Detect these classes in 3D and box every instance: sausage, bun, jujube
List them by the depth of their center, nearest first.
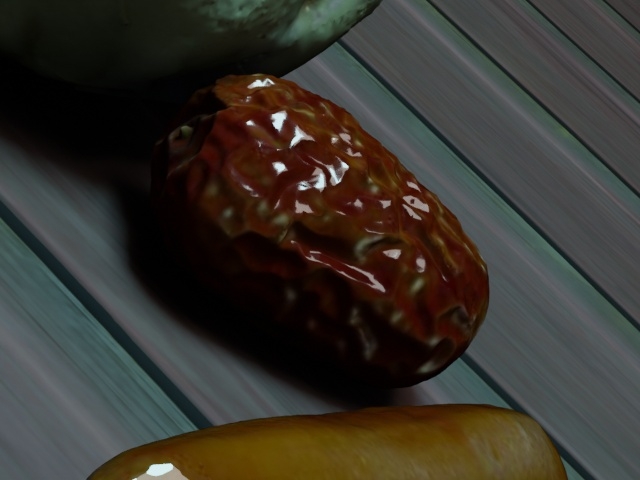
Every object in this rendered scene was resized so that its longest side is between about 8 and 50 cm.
[{"bbox_3d":[0.008,0.107,0.637,0.300,0.089,0.083,1,50,-56],"label":"sausage"},{"bbox_3d":[0.000,0.000,0.812,0.176,0.109,0.112,38,58,-24],"label":"jujube"},{"bbox_3d":[-0.088,-0.154,0.855,0.273,0.168,0.273,4,5,0],"label":"bun"}]
